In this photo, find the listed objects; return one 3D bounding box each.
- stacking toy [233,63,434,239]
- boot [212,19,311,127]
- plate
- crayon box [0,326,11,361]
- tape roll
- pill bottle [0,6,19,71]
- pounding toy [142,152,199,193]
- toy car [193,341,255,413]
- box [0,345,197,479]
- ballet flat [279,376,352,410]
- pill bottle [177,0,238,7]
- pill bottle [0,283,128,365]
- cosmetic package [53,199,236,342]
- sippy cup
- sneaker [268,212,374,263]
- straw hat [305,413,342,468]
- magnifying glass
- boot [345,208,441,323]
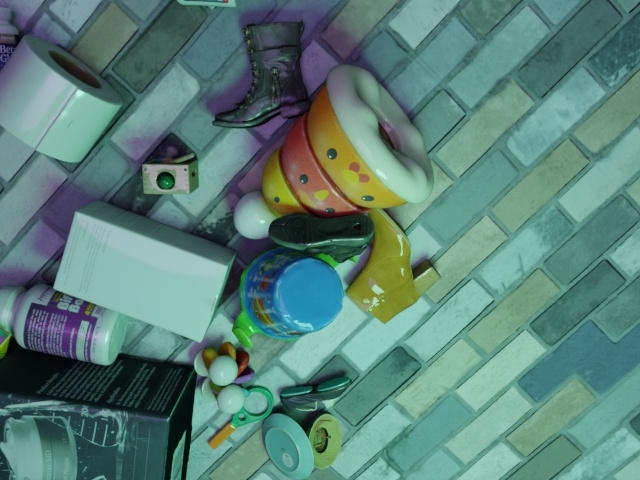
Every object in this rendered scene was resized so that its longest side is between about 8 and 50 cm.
[{"bbox_3d":[-0.012,-0.136,1.478,0.479,0.351,0.351,-34,101,27],"label":"stacking toy"},{"bbox_3d":[-0.146,-0.389,1.499,0.262,0.091,0.229,-13,98,0],"label":"boot"},{"bbox_3d":[-0.095,0.552,1.697,0.188,0.024,0.188,13,110,38],"label":"plate"},{"bbox_3d":[-0.971,0.239,1.584,0.362,0.106,0.313,33,133,-7],"label":"crayon box"},{"bbox_3d":[-0.595,-0.317,1.437,0.246,0.246,0.169,38,101,-8],"label":"tape roll"},{"bbox_3d":[-0.747,-0.450,1.482,0.094,0.094,0.170,1,104,1],"label":"pill bottle"},{"bbox_3d":[-0.349,-0.165,1.520,0.130,0.141,0.100,1,104,1],"label":"pounding toy"},{"bbox_3d":[-0.237,0.350,1.661,0.136,0.159,0.182,-21,105,-31],"label":"toy car"},{"bbox_3d":[-0.596,0.556,1.633,0.471,0.297,0.480,8,104,1],"label":"box"},{"bbox_3d":[-0.007,0.412,1.695,0.203,0.074,0.074,-14,103,11],"label":"ballet flat"},{"bbox_3d":[-0.276,-0.582,1.432,0.180,0.108,0.108,3,104,0],"label":"pill bottle"},{"bbox_3d":[-0.653,0.202,1.605,0.301,0.169,0.169,12,104,-2],"label":"pill bottle"},{"bbox_3d":[-0.424,0.072,1.577,0.384,0.156,0.217,22,104,-5],"label":"cosmetic package"},{"bbox_3d":[-0.056,0.125,1.505,0.239,0.224,0.306,20,80,-17],"label":"sippy cup"},{"bbox_3d":[0.000,0.000,1.410,0.227,0.130,0.087,-2,61,-3],"label":"sneaker"},{"bbox_3d":[-0.008,0.536,1.726,0.061,0.144,0.145,-2,108,41],"label":"straw hat"},{"bbox_3d":[-0.220,0.485,1.743,0.092,0.026,0.231,43,99,-9],"label":"magnifying glass"},{"bbox_3d":[0.139,0.059,1.585,0.211,0.104,0.295,-38,104,9],"label":"boot"}]
